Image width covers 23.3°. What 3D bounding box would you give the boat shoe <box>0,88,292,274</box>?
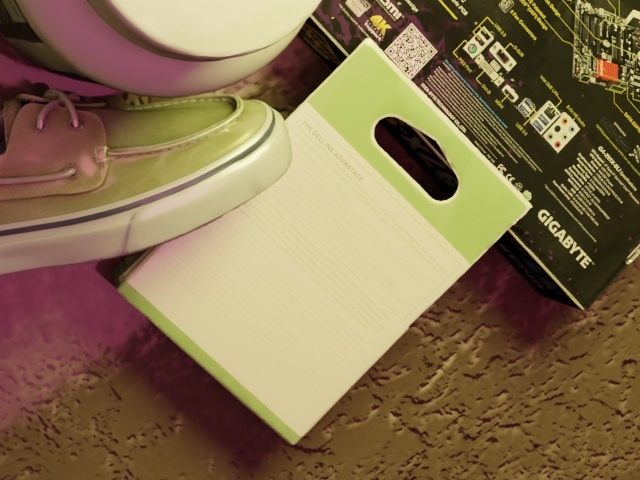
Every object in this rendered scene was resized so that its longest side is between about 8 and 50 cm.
[{"bbox_3d":[-0.170,-0.042,0.953,0.302,0.109,0.094,-16,120,-1],"label":"boat shoe"}]

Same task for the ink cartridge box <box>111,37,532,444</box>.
[{"bbox_3d":[0.000,0.000,1.051,0.235,0.056,0.171,-46,107,2],"label":"ink cartridge box"}]

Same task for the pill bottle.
[{"bbox_3d":[-0.098,-0.170,0.875,0.176,0.318,0.176,-3,99,-18],"label":"pill bottle"}]

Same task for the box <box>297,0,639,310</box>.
[{"bbox_3d":[0.157,-0.150,1.085,0.322,0.079,0.257,45,82,-18],"label":"box"}]
